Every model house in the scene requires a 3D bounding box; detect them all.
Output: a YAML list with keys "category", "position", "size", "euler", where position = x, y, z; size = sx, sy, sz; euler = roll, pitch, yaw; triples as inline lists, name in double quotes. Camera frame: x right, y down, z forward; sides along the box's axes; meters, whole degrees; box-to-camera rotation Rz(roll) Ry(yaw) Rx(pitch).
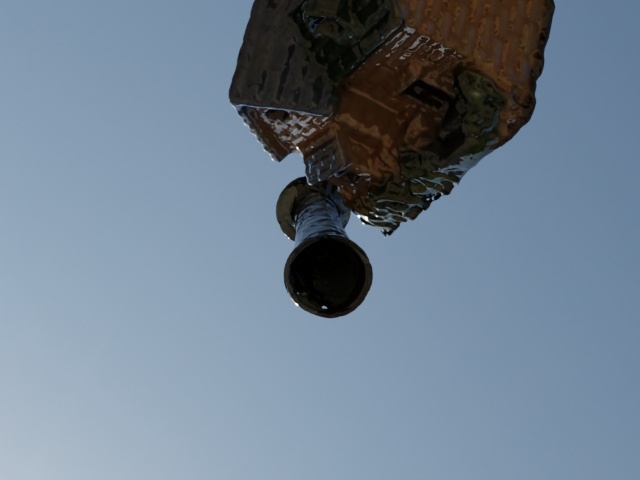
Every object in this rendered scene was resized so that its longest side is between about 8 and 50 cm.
- category: "model house"
  position: [0.032, -0.128, 0.912]
  size: [0.172, 0.166, 0.183]
  euler: [28, -29, -19]

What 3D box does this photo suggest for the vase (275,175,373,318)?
- category: "vase"
  position: [0.000, 0.000, 0.970]
  size: [0.059, 0.167, 0.059]
  euler: [-1, -73, -3]
